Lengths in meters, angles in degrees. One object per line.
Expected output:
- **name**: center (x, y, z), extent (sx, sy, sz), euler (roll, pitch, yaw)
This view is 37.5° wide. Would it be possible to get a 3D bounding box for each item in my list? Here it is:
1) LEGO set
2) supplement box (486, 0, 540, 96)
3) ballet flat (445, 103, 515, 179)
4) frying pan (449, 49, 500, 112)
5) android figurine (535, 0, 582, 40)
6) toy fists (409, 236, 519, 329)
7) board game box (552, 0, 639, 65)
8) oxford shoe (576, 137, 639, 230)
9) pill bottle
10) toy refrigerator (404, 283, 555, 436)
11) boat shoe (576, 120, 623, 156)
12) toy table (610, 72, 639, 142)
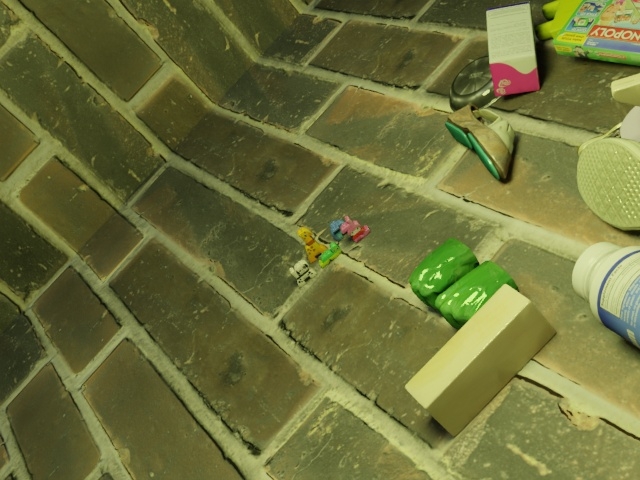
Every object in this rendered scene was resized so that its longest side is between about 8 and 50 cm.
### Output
- **LEGO set**: center (0.000, 0.000, 2.342), extent (0.227, 0.093, 0.087), euler (-39, 31, 8)
- **supplement box**: center (0.470, -0.468, 2.300), extent (0.114, 0.111, 0.220), euler (-8, 46, 14)
- **ballet flat**: center (0.385, -0.245, 2.183), extent (0.106, 0.107, 0.316), euler (-34, 33, 3)
- **frying pan**: center (0.450, -0.453, 2.417), extent (0.326, 0.053, 0.197), euler (-49, 32, -4)
- **android figurine**: center (0.660, -0.576, 2.307), extent (0.273, 0.056, 0.248), euler (-11, 43, 45)
- **toy fists**: center (0.279, 0.097, 1.898), extent (0.142, 0.096, 0.279), euler (-36, 28, -6)
- **board game box**: center (0.706, -0.485, 2.093), extent (0.317, 0.046, 0.213), euler (22, 68, 45)
- **oxford shoe**: center (0.626, -0.096, 1.703), extent (0.130, 0.169, 0.449), euler (-5, 12, -22)
- **pill bottle**: center (0.537, 0.099, 1.531), extent (0.152, 0.152, 0.272), euler (-46, 30, -3)
- **toy refrigerator**: center (0.290, 0.217, 1.727), extent (0.269, 0.102, 0.094), euler (-46, 30, -1)
- **boat shoe**: center (0.601, -0.198, 1.921), extent (0.152, 0.056, 0.049), euler (-30, 47, 21)
- **toy table**: center (0.685, -0.272, 1.760), extent (0.274, 0.161, 0.252), euler (-25, 47, 18)
